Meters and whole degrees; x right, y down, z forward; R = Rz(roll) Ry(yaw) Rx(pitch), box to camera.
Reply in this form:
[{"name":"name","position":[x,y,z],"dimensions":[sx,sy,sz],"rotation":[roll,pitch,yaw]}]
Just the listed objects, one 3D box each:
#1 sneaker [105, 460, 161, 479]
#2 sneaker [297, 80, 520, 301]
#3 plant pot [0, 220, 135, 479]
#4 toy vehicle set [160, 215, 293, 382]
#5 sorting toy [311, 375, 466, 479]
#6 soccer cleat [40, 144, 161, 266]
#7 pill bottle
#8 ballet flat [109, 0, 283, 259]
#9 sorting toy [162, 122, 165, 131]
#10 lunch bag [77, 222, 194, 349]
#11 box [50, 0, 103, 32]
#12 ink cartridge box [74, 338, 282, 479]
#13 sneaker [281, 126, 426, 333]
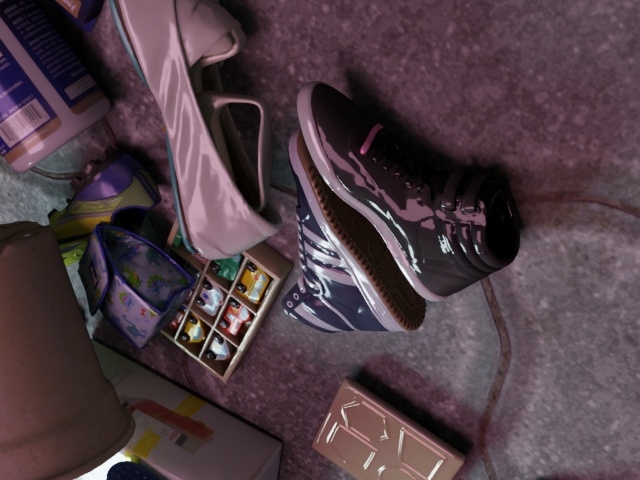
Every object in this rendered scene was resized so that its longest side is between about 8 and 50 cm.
[{"name":"sneaker","position":[-0.222,0.417,1.535],"dimensions":[0.232,0.081,0.090],"rotation":[36,138,18]},{"name":"sneaker","position":[0.106,-0.069,1.124],"dimensions":[0.147,0.104,0.296],"rotation":[-21,114,43]},{"name":"plant pot","position":[-0.443,0.145,1.418],"dimensions":[0.334,0.334,0.305],"rotation":[0,105,37]},{"name":"toy vehicle set","position":[-0.152,0.071,1.469],"dimensions":[0.166,0.035,0.267],"rotation":[37,137,8]},{"name":"sorting toy","position":[0.093,0.288,1.463],"dimensions":[0.193,0.038,0.208],"rotation":[33,141,11]},{"name":"soccer cleat","position":[-0.315,-0.018,1.480],"dimensions":[0.121,0.093,0.289],"rotation":[44,137,-4]},{"name":"pill bottle","position":[-0.400,-0.231,1.331],"dimensions":[0.153,0.153,0.265],"rotation":[-23,107,45]},{"name":"ballet flat","position":[-0.129,-0.174,1.191],"dimensions":[0.139,0.139,0.400],"rotation":[-2,110,38]},{"name":"sorting toy","position":[-0.151,-0.154,1.296],"dimensions":[0.083,0.045,0.075],"rotation":[36,118,8]},{"name":"lunch bag","position":[-0.265,0.057,1.443],"dimensions":[0.151,0.096,0.129],"rotation":[43,143,4]},{"name":"box","position":[-0.302,-0.354,1.247],"dimensions":[0.136,0.036,0.225],"rotation":[41,139,3]},{"name":"ink cartridge box","position":[-0.267,0.374,1.703],"dimensions":[0.384,0.160,0.279],"rotation":[25,133,20]},{"name":"sneaker","position":[0.000,0.000,1.254],"dimensions":[0.153,0.099,0.282],"rotation":[-11,118,40]}]
